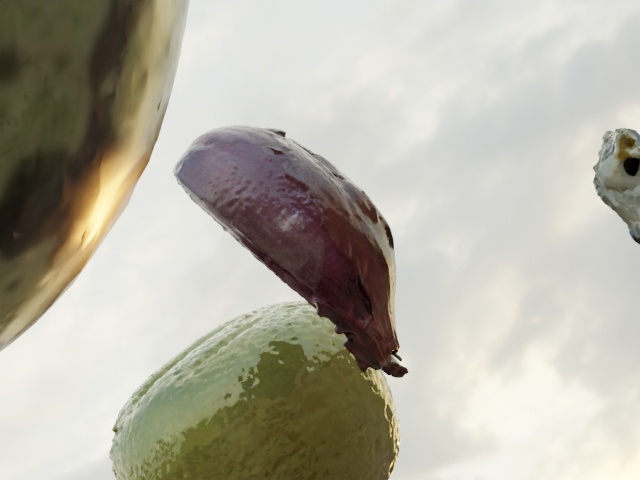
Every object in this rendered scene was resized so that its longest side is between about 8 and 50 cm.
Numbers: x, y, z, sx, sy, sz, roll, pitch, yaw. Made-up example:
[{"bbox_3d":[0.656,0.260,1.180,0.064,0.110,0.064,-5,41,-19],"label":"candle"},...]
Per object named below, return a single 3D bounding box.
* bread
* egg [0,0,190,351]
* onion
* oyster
[{"bbox_3d":[-0.075,0.201,1.265,0.320,0.320,0.237,-29,-70,-15],"label":"bread"},{"bbox_3d":[-0.192,-0.108,0.424,0.287,0.287,0.379,-4,-67,-43],"label":"egg"},{"bbox_3d":[0.000,0.000,1.045,0.120,0.283,0.227,-45,-10,2],"label":"onion"},{"bbox_3d":[0.318,-0.052,1.138,0.045,0.146,0.122,5,-89,-31],"label":"oyster"}]
